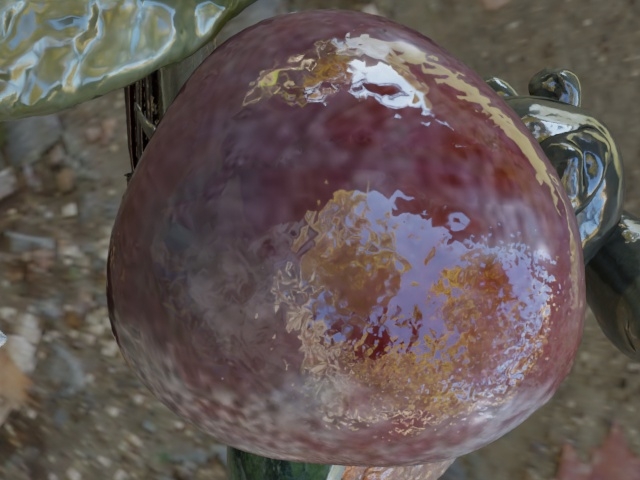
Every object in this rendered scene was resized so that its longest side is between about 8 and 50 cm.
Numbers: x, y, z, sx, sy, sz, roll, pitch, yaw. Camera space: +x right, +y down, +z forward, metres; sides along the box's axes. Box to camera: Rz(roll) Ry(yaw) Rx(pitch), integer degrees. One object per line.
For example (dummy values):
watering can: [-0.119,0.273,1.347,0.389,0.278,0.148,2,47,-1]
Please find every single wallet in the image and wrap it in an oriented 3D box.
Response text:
wallet: [-0.089,-0.032,1.163,0.031,0.122,0.232,8,116,16]

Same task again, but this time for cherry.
cherry: [0.000,0.000,1.002,0.285,0.213,0.236,34,112,21]

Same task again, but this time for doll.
doll: [0.259,-0.015,1.888,0.379,0.382,0.252,24,107,-2]

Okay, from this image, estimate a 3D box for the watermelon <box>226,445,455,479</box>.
watermelon: [0.010,0.146,1.389,0.176,0.256,0.260,38,84,-10]

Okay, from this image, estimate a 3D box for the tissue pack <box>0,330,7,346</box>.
tissue pack: [-0.385,0.074,1.594,0.209,0.148,0.156,37,106,-6]

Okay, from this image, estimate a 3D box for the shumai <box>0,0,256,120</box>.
shumai: [-0.158,-0.186,0.738,0.330,0.288,0.292,-15,95,-30]
